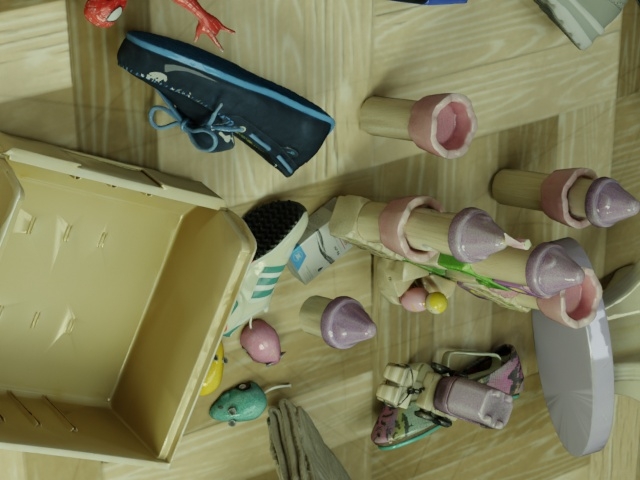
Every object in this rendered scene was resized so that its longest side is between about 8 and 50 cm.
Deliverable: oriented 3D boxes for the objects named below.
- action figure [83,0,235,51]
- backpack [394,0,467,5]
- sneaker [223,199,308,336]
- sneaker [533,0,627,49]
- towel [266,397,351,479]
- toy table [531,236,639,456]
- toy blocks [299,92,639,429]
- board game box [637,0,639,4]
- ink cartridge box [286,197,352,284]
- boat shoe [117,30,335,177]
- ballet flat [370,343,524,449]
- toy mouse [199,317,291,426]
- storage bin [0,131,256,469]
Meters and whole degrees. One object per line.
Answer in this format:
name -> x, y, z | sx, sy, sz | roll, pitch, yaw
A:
action figure -> -0.098, -0.287, 1.578 | 0.139, 0.091, 0.280 | 39, 88, -32
backpack -> 0.110, -0.294, 1.725 | 0.101, 0.098, 0.120 | -10, 106, -38
sneaker -> -0.066, 0.031, 1.796 | 0.161, 0.057, 0.075 | -50, 144, -4
sneaker -> 0.240, -0.315, 1.796 | 0.115, 0.105, 0.281 | -42, 143, 5
towel -> 0.017, 0.313, 1.904 | 0.049, 0.187, 0.282 | -23, 130, 9
toy table -> 0.348, 0.111, 2.017 | 0.161, 0.252, 0.274 | -13, 133, -12
toy blocks -> 0.176, 0.038, 1.787 | 0.288, 0.260, 0.309 | 24, 82, -41
board game box -> 0.367, -0.305, 1.836 | 0.053, 0.193, 0.305 | -47, 131, -6
ink cartridge box -> 0.000, 0.000, 1.837 | 0.083, 0.028, 0.048 | -40, 130, -13
boat shoe -> -0.089, -0.118, 1.666 | 0.258, 0.109, 0.089 | 23, 102, -38
ballet flat -> 0.140, 0.167, 2.002 | 0.221, 0.077, 0.079 | -18, 104, -33
toy mouse -> -0.074, 0.143, 1.855 | 0.143, 0.031, 0.161 | 26, 96, -41
storage bin -> -0.227, 0.058, 1.643 | 0.262, 0.123, 0.260 | 13, 105, -39
